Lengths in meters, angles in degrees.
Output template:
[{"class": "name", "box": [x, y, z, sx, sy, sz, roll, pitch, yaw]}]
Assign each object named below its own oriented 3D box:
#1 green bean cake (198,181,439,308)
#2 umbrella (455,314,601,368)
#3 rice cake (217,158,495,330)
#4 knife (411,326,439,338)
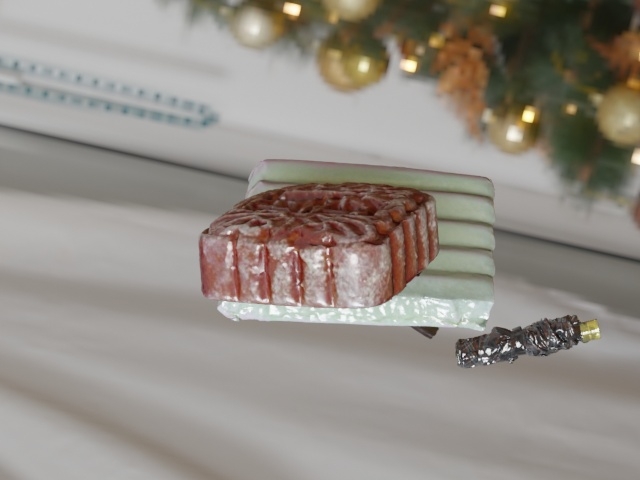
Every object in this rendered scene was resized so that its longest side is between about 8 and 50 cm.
[{"class": "green bean cake", "box": [0.000, 0.000, 1.225, 0.135, 0.135, 0.056, -37, -53, -62]}, {"class": "umbrella", "box": [0.203, 0.099, 1.822, 0.040, 0.143, 0.037, 67, -167, -57]}, {"class": "rice cake", "box": [0.033, 0.001, 1.392, 0.189, 0.198, 0.037, -80, -4, -51]}, {"class": "knife", "box": [0.043, 0.039, 1.695, 0.028, 0.230, 0.060, -43, 43, 16]}]
